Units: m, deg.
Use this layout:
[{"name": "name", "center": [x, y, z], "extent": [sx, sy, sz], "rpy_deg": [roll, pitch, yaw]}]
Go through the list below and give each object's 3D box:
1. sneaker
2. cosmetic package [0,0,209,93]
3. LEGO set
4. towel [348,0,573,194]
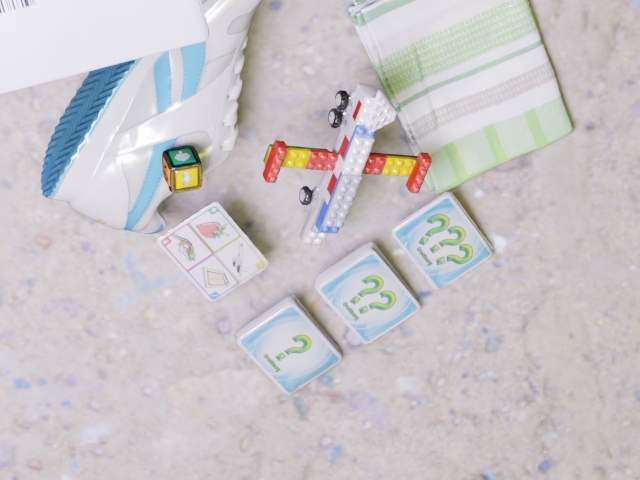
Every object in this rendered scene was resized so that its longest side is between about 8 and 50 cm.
[{"name": "sneaker", "center": [-0.087, -0.106, 1.273], "extent": [0.092, 0.087, 0.228], "rpy_deg": [27, 113, -26]}, {"name": "cosmetic package", "center": [-0.196, -0.181, 1.141], "extent": [0.224, 0.224, 0.138], "rpy_deg": [-15, 117, -2]}, {"name": "LEGO set", "center": [0.000, 0.000, 1.303], "extent": [0.182, 0.060, 0.244], "rpy_deg": [-33, 133, 5]}, {"name": "towel", "center": [0.097, -0.114, 1.325], "extent": [0.113, 0.023, 0.152], "rpy_deg": [-24, 114, 3]}]
